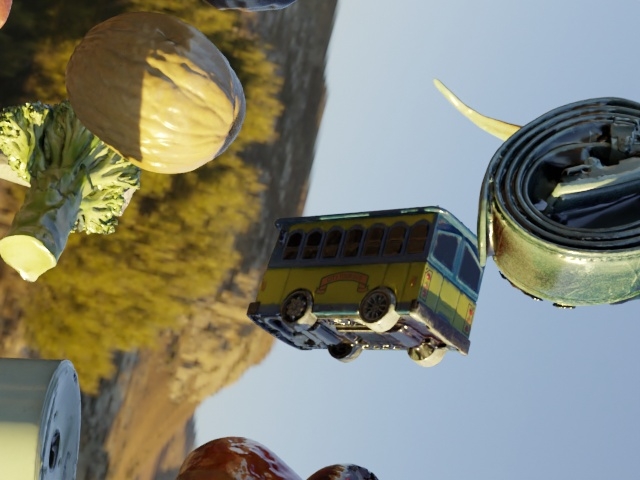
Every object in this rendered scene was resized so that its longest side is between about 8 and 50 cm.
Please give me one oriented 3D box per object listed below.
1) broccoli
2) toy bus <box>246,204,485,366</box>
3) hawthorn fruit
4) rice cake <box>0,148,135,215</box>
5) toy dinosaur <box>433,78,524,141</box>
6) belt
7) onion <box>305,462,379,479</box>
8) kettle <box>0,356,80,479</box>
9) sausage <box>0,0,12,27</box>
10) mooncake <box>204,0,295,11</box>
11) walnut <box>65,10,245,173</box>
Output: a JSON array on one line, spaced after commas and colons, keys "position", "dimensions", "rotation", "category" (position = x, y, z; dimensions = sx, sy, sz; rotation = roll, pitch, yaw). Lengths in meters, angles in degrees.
[{"position": [-0.425, -0.090, 1.720], "dimensions": [0.361, 0.221, 0.252], "rotation": [-68, 148, -74], "category": "broccoli"}, {"position": [0.059, 0.058, 1.438], "dimensions": [0.288, 0.138, 0.175], "rotation": [-3, -119, 40], "category": "toy bus"}, {"position": [-0.076, 0.380, 1.363], "dimensions": [0.242, 0.272, 0.242], "rotation": [21, 90, -77], "category": "hawthorn fruit"}, {"position": [-0.550, -0.132, 2.226], "dimensions": [0.064, 0.399, 0.070], "rotation": [73, 38, -62], "category": "rice cake"}, {"position": [0.332, -0.130, 1.739], "dimensions": [0.092, 0.393, 0.205], "rotation": [-46, -173, -36], "category": "toy dinosaur"}, {"position": [0.274, -0.040, 1.127], "dimensions": [0.206, 0.267, 0.116], "rotation": [52, -22, 31], "category": "belt"}, {"position": [0.016, 0.553, 2.032], "dimensions": [0.195, 0.272, 0.272], "rotation": [-15, -128, 37], "category": "onion"}, {"position": [-0.445, 0.228, 1.261], "dimensions": [0.265, 0.318, 0.205], "rotation": [-129, -139, -89], "category": "kettle"}, {"position": [-0.688, -0.513, 2.090], "dimensions": [0.148, 0.254, 0.148], "rotation": [-32, -154, 18], "category": "sausage"}, {"position": [-0.126, -0.499, 1.751], "dimensions": [0.141, 0.283, 0.283], "rotation": [0, -109, 44], "category": "mooncake"}, {"position": [-0.235, -0.211, 1.552], "dimensions": [0.225, 0.261, 0.225], "rotation": [-60, 175, -8], "category": "walnut"}]
